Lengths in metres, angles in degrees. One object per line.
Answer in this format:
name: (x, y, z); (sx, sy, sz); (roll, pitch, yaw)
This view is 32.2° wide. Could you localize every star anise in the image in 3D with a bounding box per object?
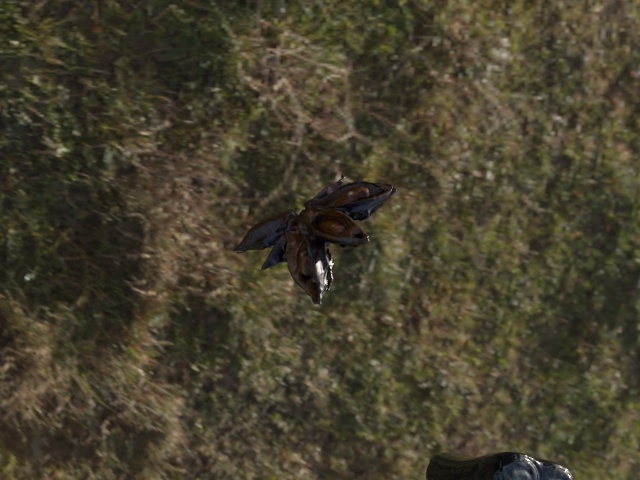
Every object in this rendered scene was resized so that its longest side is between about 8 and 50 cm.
star anise: (-0.002, -0.002, 1.293); (0.212, 0.157, 0.053); (-30, 130, 6)

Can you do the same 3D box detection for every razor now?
razor: (0.159, 0.223, 1.015); (0.090, 0.148, 0.054); (21, 73, -17)
